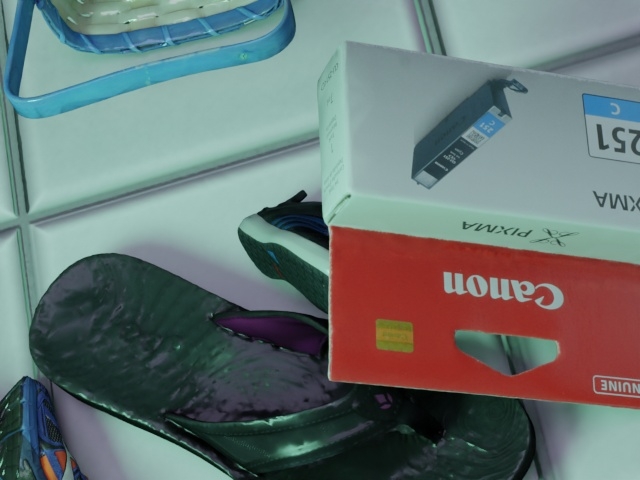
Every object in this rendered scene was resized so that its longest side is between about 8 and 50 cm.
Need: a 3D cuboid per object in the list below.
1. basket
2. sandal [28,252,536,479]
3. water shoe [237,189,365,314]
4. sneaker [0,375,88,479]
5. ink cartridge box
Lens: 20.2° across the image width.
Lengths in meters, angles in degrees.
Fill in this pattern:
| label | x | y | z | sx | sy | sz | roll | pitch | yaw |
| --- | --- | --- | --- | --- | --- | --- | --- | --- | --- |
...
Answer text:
| label | x | y | z | sx | sy | sz | roll | pitch | yaw |
| --- | --- | --- | --- | --- | --- | --- | --- | --- | --- |
| basket | -0.155 | -0.241 | 1.582 | 0.255 | 0.201 | 0.289 | -13 | 53 | 8 |
| sandal | -0.050 | 0.119 | 1.438 | 0.446 | 0.107 | 0.167 | 16 | 70 | 21 |
| water shoe | 0.000 | 0.000 | 1.457 | 0.080 | 0.073 | 0.203 | -37 | 28 | -14 |
| sneaker | -0.226 | 0.205 | 1.468 | 0.083 | 0.087 | 0.221 | -45 | 42 | 27 |
| ink cartridge box | 0.149 | -0.010 | 1.390 | 0.296 | 0.066 | 0.261 | 7 | 63 | -17 |
